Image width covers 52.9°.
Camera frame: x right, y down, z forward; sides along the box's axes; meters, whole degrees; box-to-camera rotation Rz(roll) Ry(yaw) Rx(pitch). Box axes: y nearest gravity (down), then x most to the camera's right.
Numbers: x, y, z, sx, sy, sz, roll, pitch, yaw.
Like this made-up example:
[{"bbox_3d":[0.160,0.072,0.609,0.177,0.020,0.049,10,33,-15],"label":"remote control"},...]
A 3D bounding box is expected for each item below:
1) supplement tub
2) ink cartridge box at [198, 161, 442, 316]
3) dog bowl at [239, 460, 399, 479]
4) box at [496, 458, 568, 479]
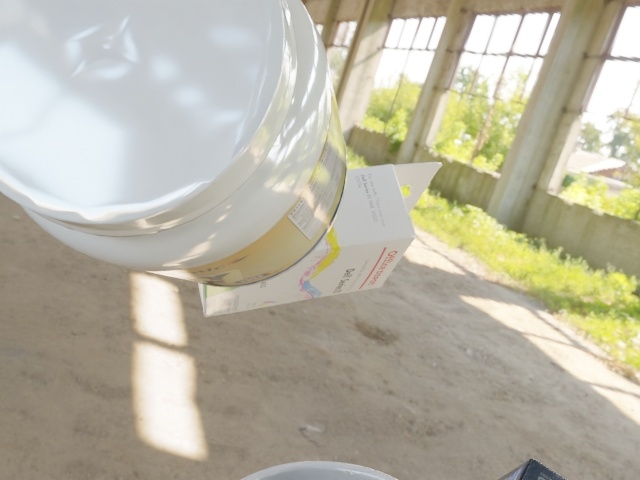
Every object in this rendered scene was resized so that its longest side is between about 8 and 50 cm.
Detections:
[{"bbox_3d":[-0.099,-0.084,0.496,0.228,0.228,0.316,20,-5,8],"label":"supplement tub"},{"bbox_3d":[0.000,0.000,0.925,0.354,0.119,0.207,-9,-22,-13],"label":"ink cartridge box"},{"bbox_3d":[0.004,0.409,0.850,0.349,0.102,0.349,3,9,0],"label":"dog bowl"},{"bbox_3d":[0.153,0.324,0.620,0.059,0.183,0.232,30,-27,15],"label":"box"}]
